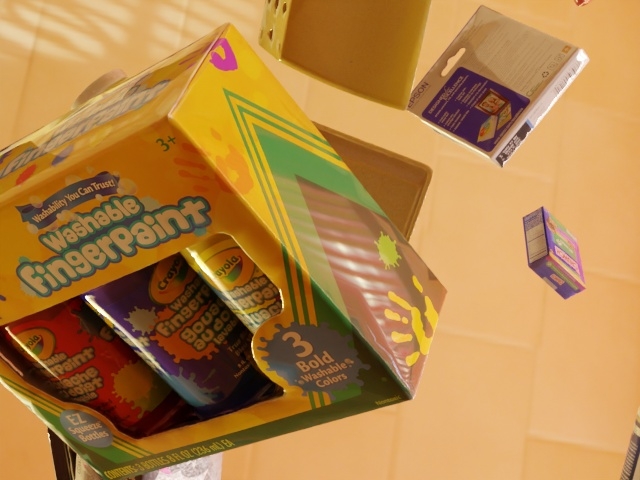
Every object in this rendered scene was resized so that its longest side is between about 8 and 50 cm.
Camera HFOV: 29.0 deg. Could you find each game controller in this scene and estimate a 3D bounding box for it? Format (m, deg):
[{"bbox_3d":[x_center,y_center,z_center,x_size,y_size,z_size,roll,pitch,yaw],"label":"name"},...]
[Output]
[{"bbox_3d":[-0.371,0.354,1.874,0.067,0.319,0.166,-10,5,-18],"label":"game controller"}]

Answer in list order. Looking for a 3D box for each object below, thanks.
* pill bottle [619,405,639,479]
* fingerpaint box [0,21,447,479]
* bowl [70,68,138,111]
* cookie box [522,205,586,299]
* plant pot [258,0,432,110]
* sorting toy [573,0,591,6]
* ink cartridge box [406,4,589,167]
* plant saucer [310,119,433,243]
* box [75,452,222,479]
[{"bbox_3d":[0.449,0.308,1.641,0.094,0.169,0.094,12,12,-2],"label":"pill bottle"},{"bbox_3d":[-0.164,0.042,1.262,0.445,0.163,0.371,-21,-59,35],"label":"fingerpaint box"},{"bbox_3d":[-0.325,-0.192,2.070,0.156,0.289,0.289,48,-18,4],"label":"bowl"},{"bbox_3d":[0.338,0.018,1.793,0.040,0.107,0.092,-33,-57,29],"label":"cookie box"},{"bbox_3d":[0.026,-0.321,1.748,0.187,0.212,0.212,7,17,-18],"label":"plant pot"},{"bbox_3d":[0.475,-0.435,1.774,0.132,0.046,0.274,-18,-24,-33],"label":"sorting toy"},{"bbox_3d":[0.251,-0.229,1.814,0.208,0.206,0.045,37,-3,43],"label":"ink cartridge box"},{"bbox_3d":[0.041,-0.028,2.319,0.333,0.333,0.081,24,10,32],"label":"plant saucer"},{"bbox_3d":[-0.236,0.302,1.712,0.142,0.247,0.163,13,14,37],"label":"box"}]
